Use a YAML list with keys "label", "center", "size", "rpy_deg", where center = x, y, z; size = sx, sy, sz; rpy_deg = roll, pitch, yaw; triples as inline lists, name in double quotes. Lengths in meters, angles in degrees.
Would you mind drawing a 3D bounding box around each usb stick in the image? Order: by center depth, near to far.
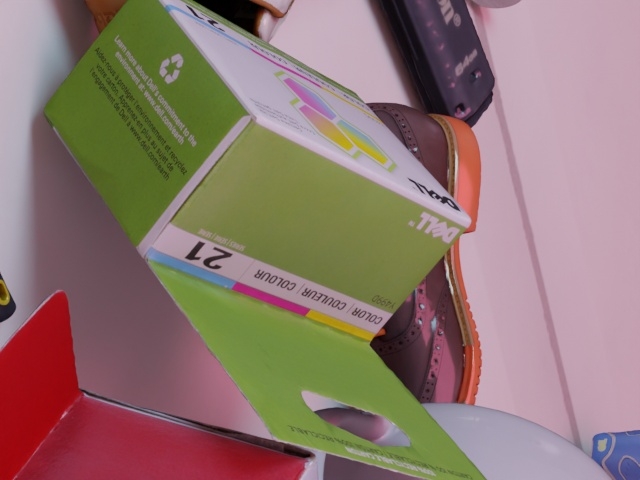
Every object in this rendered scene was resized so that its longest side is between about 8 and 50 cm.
- label: "usb stick"
  center: [0.059, -0.204, 1.150]
  size: [0.077, 0.045, 0.278]
  rpy_deg: [-57, 132, -45]

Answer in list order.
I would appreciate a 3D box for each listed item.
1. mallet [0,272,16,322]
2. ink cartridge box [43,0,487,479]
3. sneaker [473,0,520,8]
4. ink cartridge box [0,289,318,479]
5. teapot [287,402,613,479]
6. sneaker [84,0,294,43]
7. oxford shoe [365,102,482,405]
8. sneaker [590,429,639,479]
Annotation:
- label: "mallet"
  center: [-0.187, -0.041, 0.756]
  size: [0.062, 0.039, 0.190]
  rpy_deg: [-41, 123, -53]
- label: "ink cartridge box"
  center: [0.000, 0.000, 0.820]
  size: [0.189, 0.255, 0.097]
  rpy_deg: [23, 110, -48]
- label: "sneaker"
  center: [0.120, -0.249, 1.242]
  size: [0.158, 0.061, 0.065]
  rpy_deg: [56, 36, -38]
- label: "ink cartridge box"
  center: [-0.115, 0.221, 0.663]
  size: [0.309, 0.130, 0.272]
  rpy_deg: [-57, 152, -44]
- label: "teapot"
  center: [0.065, 0.225, 0.902]
  size: [0.187, 0.256, 0.252]
  rpy_deg: [-70, -176, -55]
- label: "sneaker"
  center: [-0.037, -0.175, 0.955]
  size: [0.290, 0.106, 0.123]
  rpy_deg: [-23, 108, -45]
- label: "oxford shoe"
  center: [0.042, 0.040, 1.068]
  size: [0.098, 0.097, 0.271]
  rpy_deg: [14, 68, -35]
- label: "sneaker"
  center: [0.285, 0.215, 1.421]
  size: [0.211, 0.081, 0.080]
  rpy_deg: [69, 30, -54]
